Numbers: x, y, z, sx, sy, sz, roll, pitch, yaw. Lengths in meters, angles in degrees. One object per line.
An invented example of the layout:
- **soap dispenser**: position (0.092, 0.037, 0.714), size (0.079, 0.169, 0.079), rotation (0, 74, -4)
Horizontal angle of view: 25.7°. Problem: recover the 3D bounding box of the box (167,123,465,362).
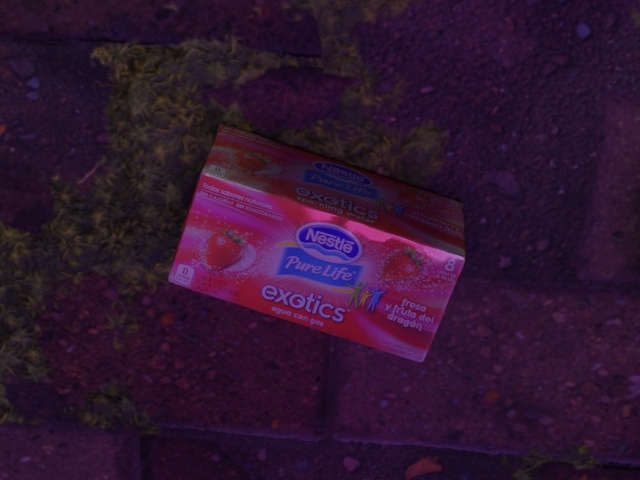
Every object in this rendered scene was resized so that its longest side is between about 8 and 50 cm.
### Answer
- **box**: position (0.000, 0.000, 1.564), size (0.300, 0.154, 0.142), rotation (18, 116, -3)
